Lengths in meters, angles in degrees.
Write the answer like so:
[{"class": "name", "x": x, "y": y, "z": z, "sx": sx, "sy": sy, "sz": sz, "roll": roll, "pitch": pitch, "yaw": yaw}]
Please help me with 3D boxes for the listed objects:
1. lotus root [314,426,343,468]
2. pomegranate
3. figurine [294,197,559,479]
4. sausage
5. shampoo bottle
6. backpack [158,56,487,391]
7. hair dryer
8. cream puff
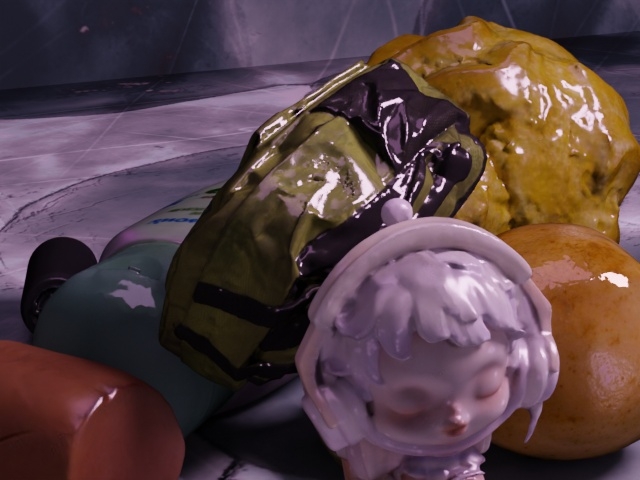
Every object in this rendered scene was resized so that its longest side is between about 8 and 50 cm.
[{"class": "lotus root", "x": 0.037, "y": 0.116, "z": 1.108, "sx": 0.090, "sy": 0.077, "sz": 0.183, "roll": -4, "pitch": 17, "yaw": -7}, {"class": "pomegranate", "x": 0.175, "y": 0.067, "z": 1.083, "sx": 0.196, "sy": 0.196, "sz": 0.196, "roll": -2, "pitch": 16, "yaw": 1}, {"class": "figurine", "x": 0.066, "y": 0.095, "z": 0.912, "sx": 0.162, "sy": 0.237, "sz": 0.141, "roll": -4, "pitch": 8, "yaw": -16}, {"class": "sausage", "x": -0.241, "y": 0.125, "z": 1.040, "sx": 0.304, "sy": 0.121, "sz": 0.121, "roll": 6, "pitch": 18, "yaw": 34}, {"class": "shampoo bottle", "x": -0.097, "y": 0.055, "z": 1.213, "sx": 0.221, "sy": 0.151, "sz": 0.349, "roll": 11, "pitch": 20, "yaw": 20}, {"class": "backpack", "x": 0.000, "y": 0.000, "z": 1.044, "sx": 0.140, "sy": 0.207, "sz": 0.253, "roll": 37, "pitch": 46, "yaw": 15}, {"class": "hair dryer", "x": -0.151, "y": 0.048, "z": 1.420, "sx": 0.255, "sy": 0.070, "sz": 0.128, "roll": 1, "pitch": 16, "yaw": -5}, {"class": "cream puff", "x": 0.120, "y": -0.074, "z": 1.428, "sx": 0.323, "sy": 0.274, "sz": 0.270, "roll": 5, "pitch": 8, "yaw": 36}]
